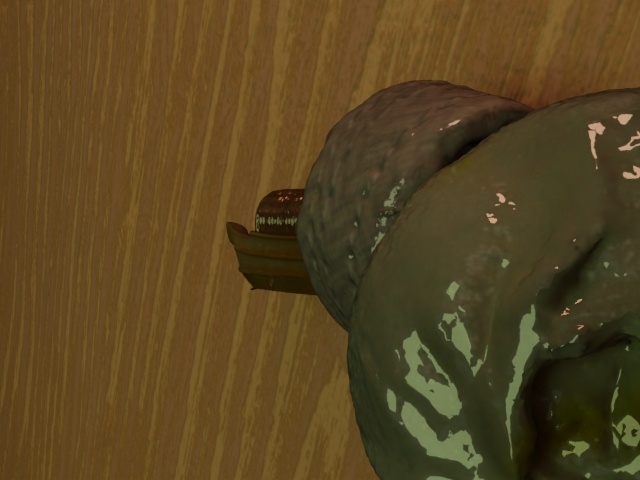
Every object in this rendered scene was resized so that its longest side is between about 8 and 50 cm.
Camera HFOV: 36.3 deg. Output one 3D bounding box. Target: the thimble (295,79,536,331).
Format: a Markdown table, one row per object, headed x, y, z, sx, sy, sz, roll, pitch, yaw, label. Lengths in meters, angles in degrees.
| x | y | z | sx | sy | sz | roll | pitch | yaw | label |
| --- | --- | --- | --- | --- | --- | --- | --- | --- | --- |
| 0.101 | -0.006 | 0.807 | 0.157 | 0.217 | 0.245 | 35 | 133 | 58 | thimble |

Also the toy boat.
| x | y | z | sx | sy | sz | roll | pitch | yaw | label |
| --- | --- | --- | --- | --- | --- | --- | --- | --- | --- |
| 0.000 | 0.000 | 1.054 | 0.310 | 0.089 | 0.115 | 1 | 93 | 55 | toy boat |

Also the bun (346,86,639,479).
| x | y | z | sx | sy | sz | roll | pitch | yaw | label |
| --- | --- | --- | --- | --- | --- | --- | --- | --- | --- |
| 0.188 | 0.089 | 0.608 | 0.211 | 0.362 | 0.361 | -59 | -31 | -80 | bun |
